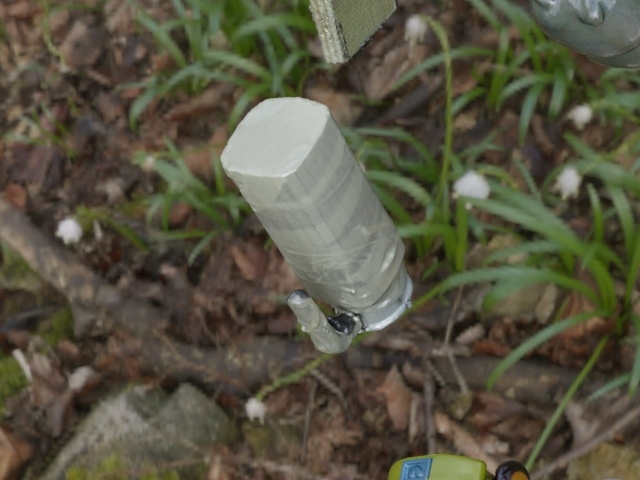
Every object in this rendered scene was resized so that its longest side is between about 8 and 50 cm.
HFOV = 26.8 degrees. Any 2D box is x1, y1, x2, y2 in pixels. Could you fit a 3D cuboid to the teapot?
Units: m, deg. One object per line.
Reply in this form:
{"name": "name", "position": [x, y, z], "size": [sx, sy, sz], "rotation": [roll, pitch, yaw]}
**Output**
{"name": "teapot", "position": [0.000, 0.000, 0.982], "size": [0.077, 0.200, 0.107], "rotation": [8, 58, 34]}

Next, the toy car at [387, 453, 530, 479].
{"name": "toy car", "position": [0.184, 0.355, 1.610], "size": [0.248, 0.200, 0.142], "rotation": [32, 57, -32]}

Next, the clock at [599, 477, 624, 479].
{"name": "clock", "position": [0.356, 0.344, 1.564], "size": [0.144, 0.231, 0.103], "rotation": [40, 85, 22]}

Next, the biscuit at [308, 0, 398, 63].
{"name": "biscuit", "position": [0.050, -0.348, 1.774], "size": [0.046, 0.147, 0.250], "rotation": [0, 33, 28]}

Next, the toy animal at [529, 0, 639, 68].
{"name": "toy animal", "position": [0.320, -0.229, 1.427], "size": [0.125, 0.251, 0.127], "rotation": [-5, 70, 42]}
